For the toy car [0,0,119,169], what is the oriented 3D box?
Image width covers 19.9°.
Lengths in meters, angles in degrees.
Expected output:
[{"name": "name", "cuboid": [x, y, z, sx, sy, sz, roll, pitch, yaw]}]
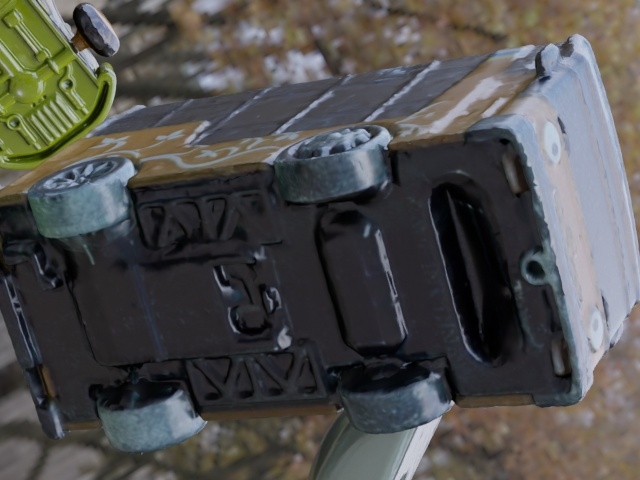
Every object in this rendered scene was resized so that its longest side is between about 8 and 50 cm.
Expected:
[{"name": "toy car", "cuboid": [-0.311, -0.194, 1.754, 0.248, 0.200, 0.142, 57, 0, -25]}]

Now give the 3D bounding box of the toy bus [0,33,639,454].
[{"name": "toy bus", "cuboid": [0.000, 0.000, 0.980, 0.323, 0.194, 0.162, -7, -71, 28]}]

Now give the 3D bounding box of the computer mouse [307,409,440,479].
[{"name": "computer mouse", "cuboid": [0.020, 0.147, 1.089, 0.056, 0.182, 0.089, 25, 3, 18]}]
